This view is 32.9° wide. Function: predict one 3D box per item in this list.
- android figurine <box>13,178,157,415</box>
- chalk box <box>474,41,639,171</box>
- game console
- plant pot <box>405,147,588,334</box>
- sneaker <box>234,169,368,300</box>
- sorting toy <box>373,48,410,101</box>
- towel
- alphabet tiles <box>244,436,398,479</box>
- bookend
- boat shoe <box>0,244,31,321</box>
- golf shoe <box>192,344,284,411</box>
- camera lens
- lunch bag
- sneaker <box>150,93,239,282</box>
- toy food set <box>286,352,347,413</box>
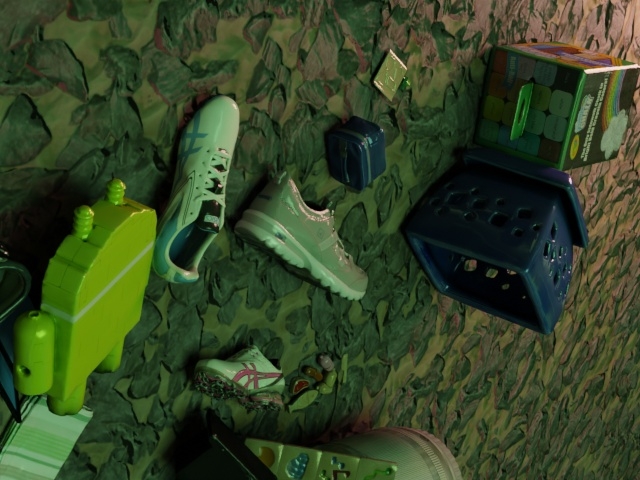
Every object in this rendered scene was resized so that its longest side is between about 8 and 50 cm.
[{"bbox_3d":[-0.250,0.060,1.191,0.248,0.056,0.273,-53,162,-51],"label":"android figurine"},{"bbox_3d":[0.387,-0.231,1.850,0.289,0.179,0.180,-13,120,-49],"label":"chalk box"},{"bbox_3d":[-0.327,0.116,1.181,0.107,0.071,0.122,-42,139,-31],"label":"game console"},{"bbox_3d":[0.312,-0.010,1.822,0.212,0.236,0.236,-58,146,-16],"label":"plant pot"},{"bbox_3d":[0.000,0.000,1.523,0.115,0.105,0.281,-62,145,-7],"label":"sneaker"},{"bbox_3d":[0.108,-0.239,1.612,0.083,0.012,0.062,37,74,-51],"label":"sorting toy"},{"bbox_3d":[-0.340,0.257,1.287,0.113,0.023,0.152,37,78,-54],"label":"towel"},{"bbox_3d":[-0.030,0.437,1.603,0.011,0.343,0.285,-106,-152,-74],"label":"alphabet tiles"},{"bbox_3d":[-0.163,0.347,1.513,0.157,0.072,0.156,-38,113,6],"label":"bookend"},{"bbox_3d":[-0.415,0.085,1.027,0.302,0.091,0.114,-40,137,-34],"label":"boat shoe"},{"bbox_3d":[-0.116,0.185,1.523,0.186,0.067,0.086,32,56,-55],"label":"golf shoe"},{"bbox_3d":[0.082,0.425,1.775,0.274,0.219,0.219,-3,111,-53],"label":"camera lens"},{"bbox_3d":[0.049,-0.120,1.554,0.065,0.067,0.098,-39,138,-34],"label":"lunch bag"},{"bbox_3d":[-0.142,-0.060,1.319,0.085,0.086,0.237,14,96,-54],"label":"sneaker"},{"bbox_3d":[-0.009,0.218,1.714,0.122,0.019,0.078,-20,124,-37],"label":"toy food set"}]
